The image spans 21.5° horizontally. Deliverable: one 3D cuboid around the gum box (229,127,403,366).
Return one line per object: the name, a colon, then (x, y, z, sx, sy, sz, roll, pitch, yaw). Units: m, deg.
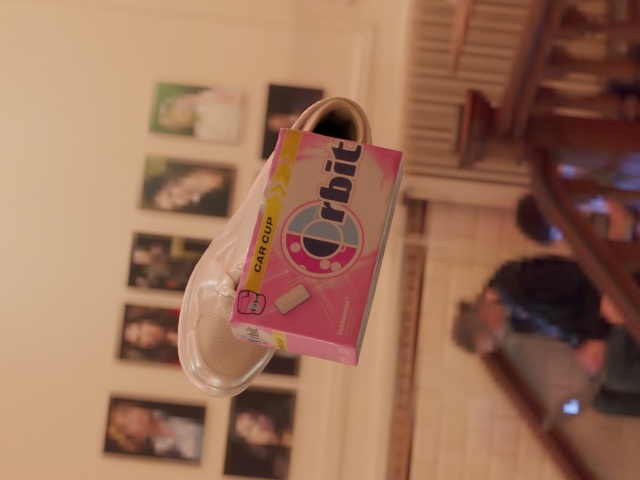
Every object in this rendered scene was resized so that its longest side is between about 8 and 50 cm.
gum box: (0.000, 0.000, 1.425, 0.062, 0.107, 0.188, 83, -159, -71)

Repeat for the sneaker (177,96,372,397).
sneaker: (-0.043, -0.002, 1.575, 0.169, 0.108, 0.292, 130, 164, -70)
